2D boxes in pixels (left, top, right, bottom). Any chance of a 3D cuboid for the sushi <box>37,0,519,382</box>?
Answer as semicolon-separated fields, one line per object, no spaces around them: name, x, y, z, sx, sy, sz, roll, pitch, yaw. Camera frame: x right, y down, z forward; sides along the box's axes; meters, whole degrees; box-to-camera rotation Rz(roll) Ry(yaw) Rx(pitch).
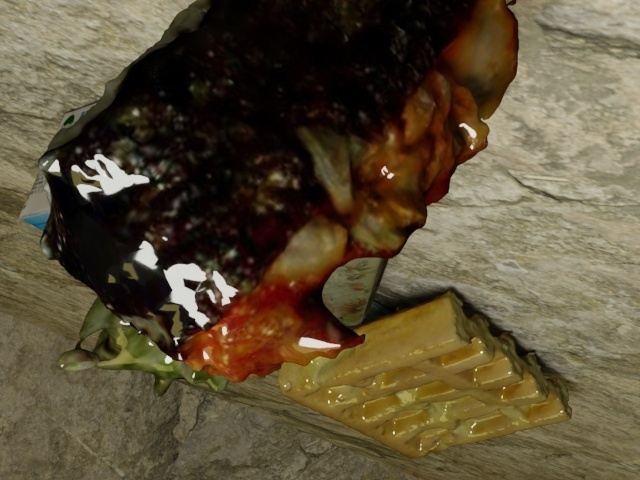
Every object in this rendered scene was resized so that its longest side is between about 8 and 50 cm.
sushi;-0.012;-0.078;0.586;0.182;0.343;0.196;47;153;-14

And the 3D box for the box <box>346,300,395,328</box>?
box;0.057;0.128;1.444;0.122;0.084;0.069;32;168;-31

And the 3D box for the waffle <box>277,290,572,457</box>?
waffle;0.148;0.205;1.396;0.304;0.077;0.348;-24;139;33

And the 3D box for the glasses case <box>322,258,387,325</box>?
glasses case;0.000;0.000;1.102;0.156;0.098;0.425;26;162;6

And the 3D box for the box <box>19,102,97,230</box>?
box;-0.233;-0.076;1.069;0.073;0.139;0.194;32;159;-32

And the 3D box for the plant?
plant;-0.147;-0.006;1.065;0.251;0.333;0.180;-13;145;6
